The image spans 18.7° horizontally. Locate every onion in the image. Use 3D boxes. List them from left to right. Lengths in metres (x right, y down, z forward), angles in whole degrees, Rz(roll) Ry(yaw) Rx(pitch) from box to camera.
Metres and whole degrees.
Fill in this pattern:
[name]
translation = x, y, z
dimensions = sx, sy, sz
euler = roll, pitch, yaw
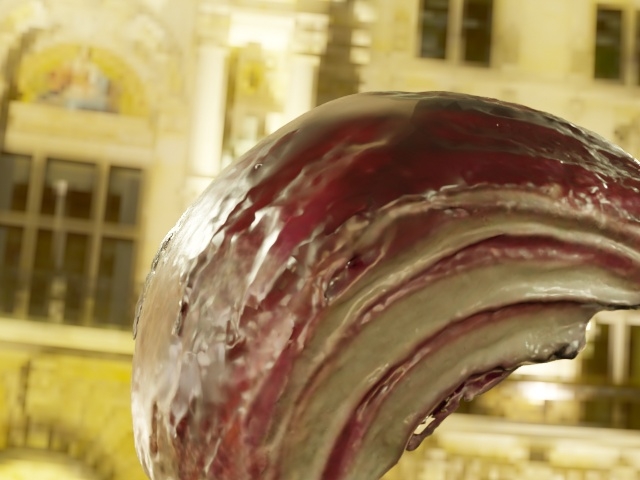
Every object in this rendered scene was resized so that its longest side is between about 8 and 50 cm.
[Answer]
[onion]
translation = 0.000, 0.000, 1.019
dimensions = 0.280, 0.314, 0.146
euler = 39, -13, 53
